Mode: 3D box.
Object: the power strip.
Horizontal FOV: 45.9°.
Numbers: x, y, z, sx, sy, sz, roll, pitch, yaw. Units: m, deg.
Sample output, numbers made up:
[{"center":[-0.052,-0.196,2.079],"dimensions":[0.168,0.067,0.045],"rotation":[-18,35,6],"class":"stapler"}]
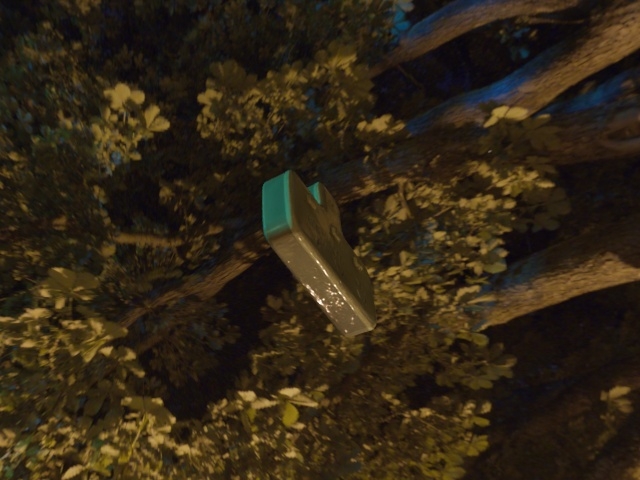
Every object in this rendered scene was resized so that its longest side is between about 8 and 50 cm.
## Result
[{"center":[0.000,0.000,1.104],"dimensions":[0.059,0.194,0.265],"rotation":[-23,-47,16],"class":"power strip"}]
